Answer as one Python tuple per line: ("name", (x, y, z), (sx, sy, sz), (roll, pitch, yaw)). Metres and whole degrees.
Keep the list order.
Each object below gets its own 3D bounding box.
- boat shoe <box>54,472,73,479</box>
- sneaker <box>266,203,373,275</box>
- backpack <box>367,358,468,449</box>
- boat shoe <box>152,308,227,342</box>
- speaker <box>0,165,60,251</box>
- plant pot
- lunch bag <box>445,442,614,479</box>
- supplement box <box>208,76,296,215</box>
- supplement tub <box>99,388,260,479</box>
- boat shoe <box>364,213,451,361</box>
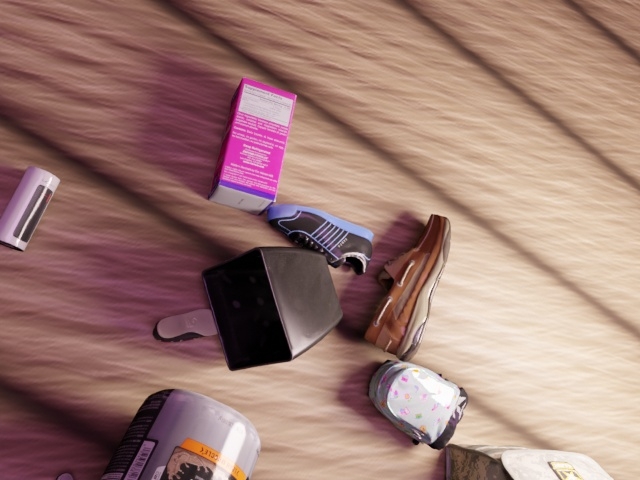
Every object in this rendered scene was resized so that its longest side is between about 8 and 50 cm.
("boat shoe", (-0.411, 0.428, 0.859), (0.046, 0.038, 0.125), (17, 68, -63))
("sneaker", (0.000, 0.000, 1.084), (0.232, 0.081, 0.090), (16, 67, -19))
("backpack", (0.188, 0.306, 1.079), (0.182, 0.115, 0.152), (33, 72, -10))
("boat shoe", (-0.231, 0.153, 0.985), (0.133, 0.042, 0.049), (-3, 71, -36))
("speaker", (-0.488, -0.054, 0.917), (0.055, 0.055, 0.136), (24, 71, -16))
("plant pot", (-0.073, 0.107, 0.982), (0.167, 0.187, 0.188), (-14, 84, -45))
("lunch bag", (0.404, 0.477, 1.037), (0.235, 0.287, 0.168), (10, 76, -19))
("supplement box", (-0.129, -0.176, 1.052), (0.114, 0.111, 0.220), (16, 73, -17))
("supplement tub", (-0.232, 0.405, 0.788), (0.207, 0.207, 0.338), (33, 46, -13))
("boat shoe", (0.178, 0.078, 1.119), (0.120, 0.122, 0.324), (18, 60, 10))
